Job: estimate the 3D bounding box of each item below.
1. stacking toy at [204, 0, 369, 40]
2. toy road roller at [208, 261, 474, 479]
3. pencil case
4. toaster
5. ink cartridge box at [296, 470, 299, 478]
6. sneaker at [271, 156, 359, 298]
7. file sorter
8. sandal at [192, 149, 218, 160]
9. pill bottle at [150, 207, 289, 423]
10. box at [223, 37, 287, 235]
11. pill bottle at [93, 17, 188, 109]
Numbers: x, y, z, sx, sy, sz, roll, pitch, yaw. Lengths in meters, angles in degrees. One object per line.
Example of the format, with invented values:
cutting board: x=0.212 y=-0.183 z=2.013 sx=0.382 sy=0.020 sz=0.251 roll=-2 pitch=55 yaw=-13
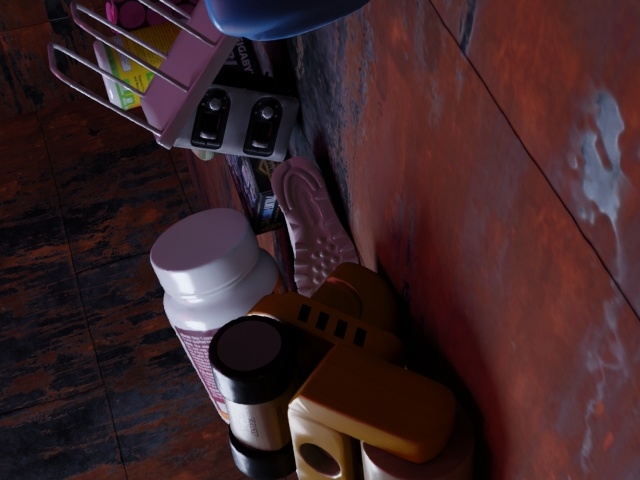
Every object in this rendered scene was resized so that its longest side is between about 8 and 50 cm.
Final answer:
stacking toy: x=-0.084 y=-0.297 z=0.728 sx=0.302 sy=0.175 sz=0.166 roll=42 pitch=148 yaw=39
toy road roller: x=0.048 y=0.164 z=1.027 sx=0.329 sy=0.240 sz=0.203 roll=21 pitch=139 yaw=27
pencil case: x=-0.311 y=-0.439 z=1.757 sx=0.095 sy=0.209 sz=0.098 roll=-139 pitch=49 yaw=-63
toaster: x=-0.139 y=-0.194 z=1.318 sx=0.186 sy=0.168 sz=0.110 roll=-128 pitch=49 yaw=-62
ink cartridge box: x=0.027 y=0.481 z=1.686 sx=0.165 sy=0.065 sz=0.333 roll=-2 pitch=-106 yaw=-74
sneaker: x=0.000 y=0.000 z=1.233 sx=0.095 sy=0.090 sz=0.235 roll=-4 pitch=-100 yaw=-88
file sorter: x=-0.204 y=-0.298 z=1.137 sx=0.173 sy=0.278 sz=0.193 roll=28 pitch=-167 yaw=-27
sandal: x=-0.246 y=-0.215 z=1.666 sx=0.120 sy=0.086 sz=0.303 roll=57 pitch=167 yaw=16
pill bottle: x=-0.157 y=0.148 z=1.701 sx=0.224 sy=0.224 sz=0.392 roll=-123 pitch=10 yaw=-56
box: x=-0.130 y=-0.181 z=1.602 sx=0.293 sy=0.073 sz=0.296 roll=114 pitch=138 yaw=-76
pill bottle: x=-0.289 y=-0.338 z=1.698 sx=0.136 sy=0.245 sz=0.137 roll=163 pitch=90 yaw=-80
